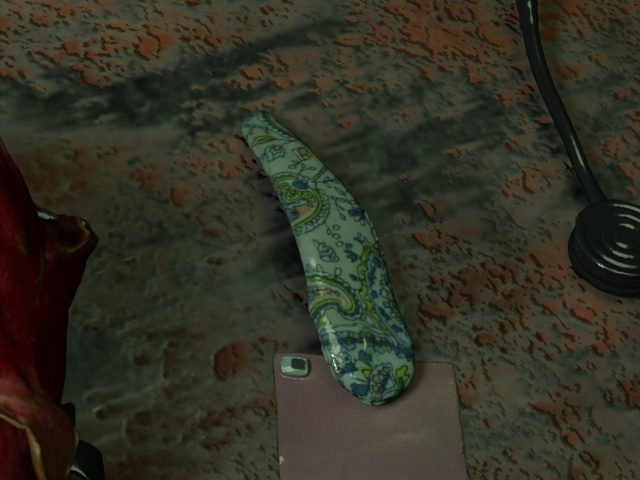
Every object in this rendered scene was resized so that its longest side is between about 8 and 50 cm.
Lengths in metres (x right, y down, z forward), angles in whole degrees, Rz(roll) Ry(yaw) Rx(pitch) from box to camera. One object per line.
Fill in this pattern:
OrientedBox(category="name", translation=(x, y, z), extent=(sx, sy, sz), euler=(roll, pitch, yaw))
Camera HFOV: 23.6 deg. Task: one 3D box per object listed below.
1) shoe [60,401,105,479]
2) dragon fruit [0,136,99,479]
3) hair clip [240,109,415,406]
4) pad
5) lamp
OrientedBox(category="shoe", translation=(-0.130, 0.161, 0.778), extent=(0.053, 0.062, 0.159), euler=(19, 50, -16))
OrientedBox(category="dragon fruit", translation=(-0.232, 0.038, 0.743), extent=(0.250, 0.250, 0.315), euler=(7, 34, -9))
OrientedBox(category="hair clip", translation=(0.001, -0.001, 0.940), extent=(0.066, 0.036, 0.229), euler=(-4, 53, -30))
OrientedBox(category="pad", translation=(0.033, 0.144, 0.862), extent=(0.113, 0.006, 0.187), euler=(5, 53, -12))
OrientedBox(category="lamp", translation=(0.161, -0.143, 1.044), extent=(0.130, 0.108, 0.371), euler=(4, 53, -13))
